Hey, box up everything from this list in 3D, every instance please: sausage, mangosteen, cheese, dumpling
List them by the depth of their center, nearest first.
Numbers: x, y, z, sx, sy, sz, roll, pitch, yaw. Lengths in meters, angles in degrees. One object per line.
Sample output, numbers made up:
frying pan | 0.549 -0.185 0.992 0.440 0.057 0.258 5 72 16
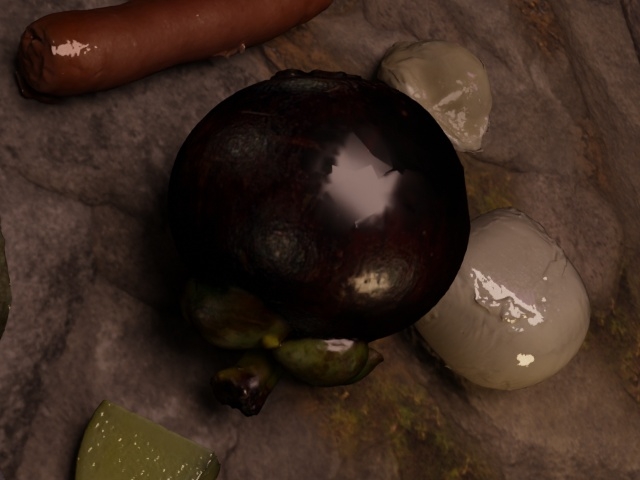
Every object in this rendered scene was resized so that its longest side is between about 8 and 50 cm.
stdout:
mangosteen | 0.000 -0.014 1.542 0.330 0.330 0.330 17 59 -30
sausage | -0.143 -0.233 1.678 0.419 0.094 0.094 -25 114 -42
cheese | 0.202 0.075 1.741 0.189 0.154 0.198 43 51 12
dumpling | 0.128 -0.174 1.845 0.136 0.118 0.199 15 32 -20

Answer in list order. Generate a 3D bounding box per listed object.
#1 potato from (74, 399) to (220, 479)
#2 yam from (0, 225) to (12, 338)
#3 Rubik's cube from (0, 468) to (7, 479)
potato | -0.179 0.238 1.445 0.120 0.081 0.149 26 67 12
yam | -0.391 0.042 1.307 0.268 0.161 0.161 -10 75 -42
Rubik's cube | -0.354 0.289 1.136 0.259 0.260 0.254 -21 81 -39
